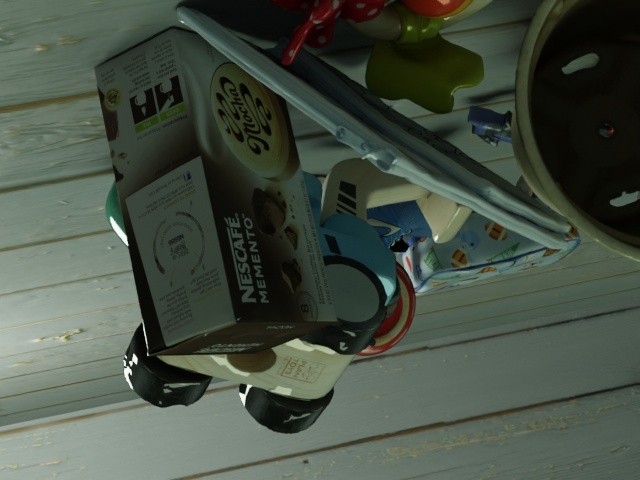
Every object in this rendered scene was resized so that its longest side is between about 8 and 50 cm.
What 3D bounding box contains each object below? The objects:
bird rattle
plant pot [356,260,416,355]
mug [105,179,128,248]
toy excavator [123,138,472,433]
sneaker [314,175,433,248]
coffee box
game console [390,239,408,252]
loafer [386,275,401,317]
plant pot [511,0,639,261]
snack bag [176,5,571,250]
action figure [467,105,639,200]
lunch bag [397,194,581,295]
[{"bbox_3d":[0.071,-0.232,1.251,0.207,0.143,0.253,-31,148,23],"label":"bird rattle"},{"bbox_3d":[0.057,0.097,2.296,0.191,0.191,0.174,-8,-171,-22],"label":"plant pot"},{"bbox_3d":[-0.200,-0.038,1.705,0.129,0.097,0.158,-27,157,-38],"label":"mug"},{"bbox_3d":[0.000,0.000,1.720,0.433,0.445,0.222,15,136,-14],"label":"toy excavator"},{"bbox_3d":[0.057,-0.008,2.047,0.330,0.147,0.130,-3,164,-40],"label":"sneaker"},{"bbox_3d":[-0.105,-0.042,1.394,0.119,0.297,0.168,-21,164,33],"label":"coffee box"},{"bbox_3d":[0.062,0.000,2.271,0.122,0.107,0.071,0,134,-47],"label":"game console"},{"bbox_3d":[0.041,0.059,2.124,0.096,0.084,0.267,-11,-150,-25],"label":"loafer"},{"bbox_3d":[0.343,-0.132,1.492,0.334,0.334,0.305,-12,178,-4],"label":"plant pot"},{"bbox_3d":[0.052,-0.113,1.331,0.342,0.323,0.037,20,106,-52],"label":"snack bag"},{"bbox_3d":[0.357,-0.151,1.830,0.341,0.178,0.330,16,157,-4],"label":"action figure"},{"bbox_3d":[0.284,0.011,2.436,0.303,0.115,0.243,-11,170,-12],"label":"lunch bag"}]
